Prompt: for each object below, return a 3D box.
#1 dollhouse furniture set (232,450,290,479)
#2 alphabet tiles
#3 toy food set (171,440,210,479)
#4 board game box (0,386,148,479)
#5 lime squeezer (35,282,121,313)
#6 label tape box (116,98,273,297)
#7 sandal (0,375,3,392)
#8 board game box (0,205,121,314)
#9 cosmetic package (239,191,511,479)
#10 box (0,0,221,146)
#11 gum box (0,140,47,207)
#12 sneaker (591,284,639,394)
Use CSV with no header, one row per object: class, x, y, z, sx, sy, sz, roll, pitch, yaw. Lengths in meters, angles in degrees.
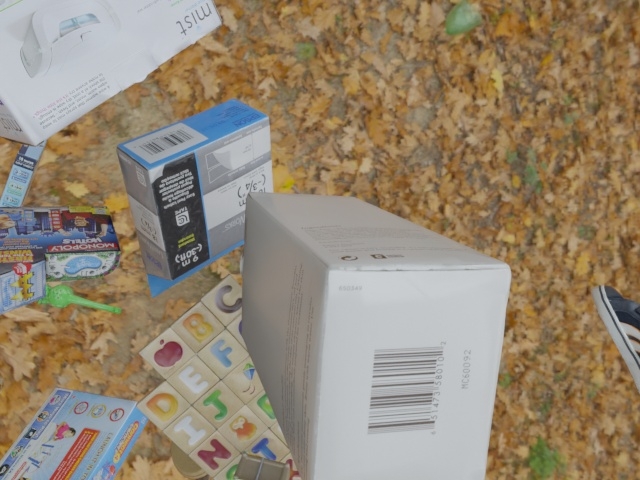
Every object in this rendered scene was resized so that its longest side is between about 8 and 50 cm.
dollhouse furniture set,-0.090,0.362,0.804,0.076,0.151,0.058,13,109,3
alphabet tiles,-0.093,0.229,0.902,0.285,0.011,0.342,-40,108,-4
toy food set,-0.219,0.376,1.093,0.038,0.132,0.192,38,60,-53
board game box,-0.680,0.566,1.610,0.308,0.302,0.086,-64,148,-44
lime squeezer,-0.635,0.136,1.443,0.110,0.310,0.058,16,78,-61
label tape box,-0.200,-0.049,1.050,0.241,0.106,0.333,-33,140,-34
sandal,-0.758,0.357,1.345,0.088,0.240,0.079,-15,85,-25
board game box,-0.377,0.020,0.798,0.194,0.194,0.060,-2,120,-26
cosmetic package,0.017,0.070,0.606,0.155,0.365,0.196,0,104,-15
box,-0.266,-0.264,0.598,0.262,0.127,0.231,-46,132,-27
gum box,-0.619,-0.129,1.228,0.041,0.157,0.184,21,115,-24
sneaker,0.636,0.206,1.122,0.126,0.127,0.321,35,33,-42
